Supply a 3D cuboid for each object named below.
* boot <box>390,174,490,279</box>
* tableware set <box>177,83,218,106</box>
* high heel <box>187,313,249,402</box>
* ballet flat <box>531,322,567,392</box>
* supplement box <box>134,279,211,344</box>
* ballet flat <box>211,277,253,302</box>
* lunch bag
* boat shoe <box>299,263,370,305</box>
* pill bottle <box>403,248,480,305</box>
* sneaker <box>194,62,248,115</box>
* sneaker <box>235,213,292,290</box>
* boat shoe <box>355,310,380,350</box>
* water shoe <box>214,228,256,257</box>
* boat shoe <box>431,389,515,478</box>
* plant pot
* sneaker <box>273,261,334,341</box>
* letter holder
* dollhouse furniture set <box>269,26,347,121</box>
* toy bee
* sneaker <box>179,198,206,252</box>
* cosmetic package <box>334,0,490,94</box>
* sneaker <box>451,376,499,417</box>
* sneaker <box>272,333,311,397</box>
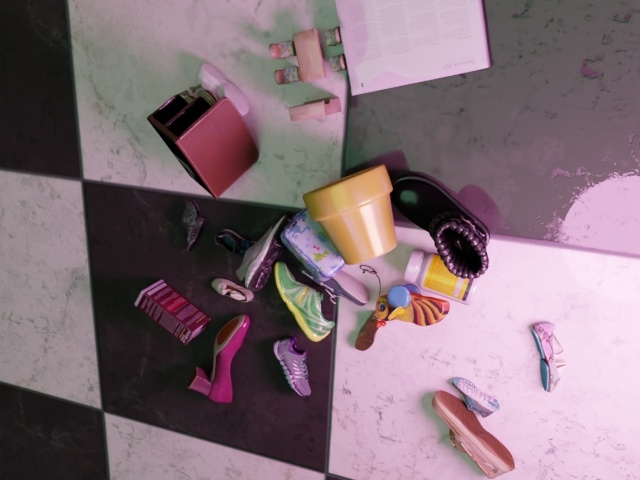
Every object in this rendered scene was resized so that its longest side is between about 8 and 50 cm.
[{"bbox_3d":[0.324,-0.049,1.634,0.348,0.260,0.131,33,115,8],"label":"boot"},{"bbox_3d":[-0.369,-0.432,1.854,0.194,0.039,0.128,4,132,54],"label":"tableware set"},{"bbox_3d":[-0.316,0.432,2.139,0.181,0.127,0.377,29,113,-22],"label":"high heel"},{"bbox_3d":[0.683,0.345,1.739,0.079,0.077,0.221,-15,101,4],"label":"ballet flat"},{"bbox_3d":[-0.531,0.256,2.124,0.239,0.130,0.073,37,115,7],"label":"supplement box"},{"bbox_3d":[-0.315,0.174,2.060,0.168,0.052,0.057,15,112,16],"label":"ballet flat"},{"bbox_3d":[0.000,0.000,1.828,0.219,0.176,0.090,47,161,2],"label":"lunch bag"},{"bbox_3d":[0.042,0.138,1.892,0.255,0.095,0.079,34,114,9],"label":"boat shoe"},{"bbox_3d":[0.362,0.105,1.749,0.209,0.119,0.119,19,112,13],"label":"pill bottle"},{"bbox_3d":[-0.314,-0.455,1.855,0.212,0.080,0.094,48,128,8],"label":"sneaker"},{"bbox_3d":[-0.184,0.025,1.903,0.108,0.100,0.271,31,87,34],"label":"sneaker"},{"bbox_3d":[0.157,0.299,1.935,0.056,0.048,0.152,19,120,1],"label":"boat shoe"},{"bbox_3d":[-0.263,0.033,1.980,0.203,0.080,0.072,25,114,11],"label":"water shoe"},{"bbox_3d":[0.465,0.627,1.876,0.341,0.121,0.110,46,115,0],"label":"boat shoe"},{"bbox_3d":[0.106,-0.067,1.709,0.254,0.254,0.238,-18,97,24],"label":"plant pot"},{"bbox_3d":[-0.056,0.190,1.957,0.124,0.109,0.295,-33,89,-3],"label":"sneaker"},{"bbox_3d":[-0.341,-0.312,1.794,0.214,0.301,0.152,-45,60,-11],"label":"letter holder"},{"bbox_3d":[-0.030,-0.475,1.685,0.212,0.161,0.241,-6,105,22],"label":"dollhouse furniture set"},{"bbox_3d":[0.243,0.205,1.804,0.298,0.195,0.162,31,109,52],"label":"toy bee"},{"bbox_3d":[-0.454,-0.049,2.044,0.089,0.051,0.170,32,110,8],"label":"sneaker"},{"bbox_3d":[0.245,-0.570,1.588,0.378,0.097,0.284,-6,103,22],"label":"cosmetic package"},{"bbox_3d":[0.480,0.504,1.866,0.167,0.065,0.076,36,119,8],"label":"sneaker"},{"bbox_3d":[-0.075,0.437,2.041,0.098,0.083,0.223,-28,95,21],"label":"sneaker"}]
